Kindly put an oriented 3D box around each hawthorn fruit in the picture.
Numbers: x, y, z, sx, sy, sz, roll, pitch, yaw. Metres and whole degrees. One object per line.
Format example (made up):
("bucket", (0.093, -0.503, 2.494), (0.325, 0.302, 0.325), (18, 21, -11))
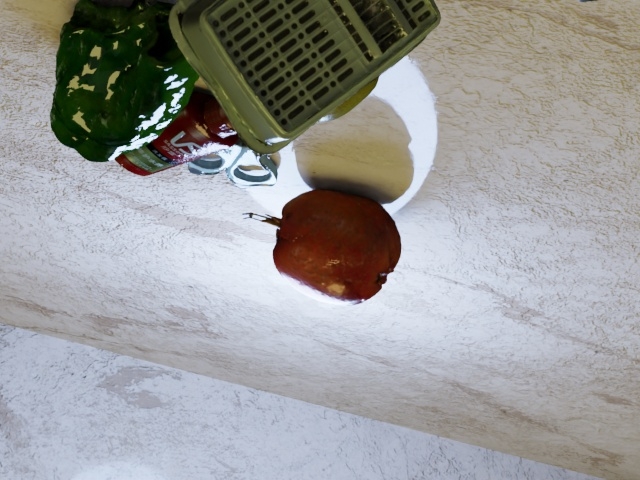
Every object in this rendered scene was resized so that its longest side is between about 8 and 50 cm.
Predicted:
("hawthorn fruit", (0.000, 0.000, 2.343), (0.299, 0.211, 0.211), (23, 157, -5))

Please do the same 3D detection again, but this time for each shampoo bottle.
("shampoo bottle", (-0.229, -0.181, 2.155), (0.314, 0.076, 0.118), (-13, 134, 45))

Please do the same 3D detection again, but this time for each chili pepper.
("chili pepper", (-0.302, -0.231, 1.951), (0.213, 0.167, 0.385), (15, 157, -16))

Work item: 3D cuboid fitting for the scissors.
("scissors", (-0.125, -0.170, 2.199), (0.191, 0.029, 0.360), (18, 157, -15))

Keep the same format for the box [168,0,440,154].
("box", (-0.017, -0.262, 1.546), (0.220, 0.290, 0.166), (56, 168, -17))

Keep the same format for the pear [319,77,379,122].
("pear", (-0.019, -0.252, 1.759), (0.198, 0.198, 0.198), (9, 158, 4))
